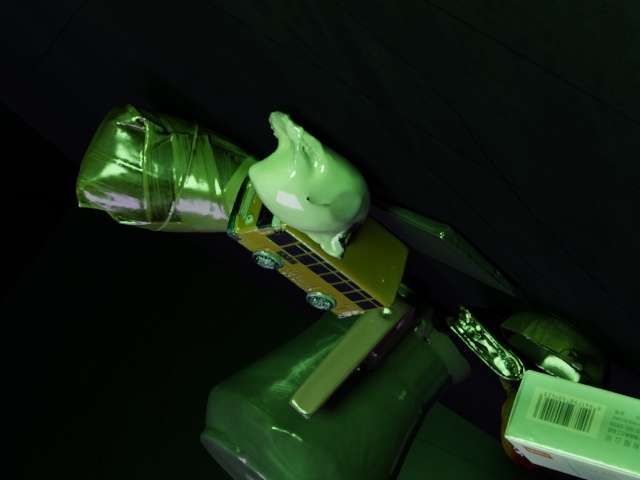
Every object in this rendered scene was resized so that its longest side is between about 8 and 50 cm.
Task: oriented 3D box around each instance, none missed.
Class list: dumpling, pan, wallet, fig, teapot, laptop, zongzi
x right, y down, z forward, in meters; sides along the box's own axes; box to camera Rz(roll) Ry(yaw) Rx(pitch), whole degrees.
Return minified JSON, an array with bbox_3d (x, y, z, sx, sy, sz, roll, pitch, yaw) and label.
[{"bbox_3d":[-0.017,-0.062,1.450,0.176,0.092,0.150,33,-170,-41],"label":"dumpling"},{"bbox_3d":[0.268,0.120,1.480,0.128,0.048,0.202,36,175,-22],"label":"pan"},{"bbox_3d":[0.206,0.120,1.647,0.110,0.031,0.198,44,-172,15],"label":"wallet"},{"bbox_3d":[0.336,0.279,2.216,0.119,0.153,0.119,3,142,2],"label":"fig"},{"bbox_3d":[0.032,0.217,2.041,0.306,0.361,0.376,37,163,14],"label":"teapot"},{"bbox_3d":[0.117,-0.002,1.519,0.135,0.016,0.197,38,174,-36],"label":"laptop"},{"bbox_3d":[-0.136,-0.067,1.851,0.318,0.154,0.289,19,-176,0],"label":"zongzi"}]

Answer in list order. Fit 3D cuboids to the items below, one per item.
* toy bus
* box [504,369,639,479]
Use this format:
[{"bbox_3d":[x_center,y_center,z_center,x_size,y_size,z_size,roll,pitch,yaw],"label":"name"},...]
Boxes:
[{"bbox_3d":[0.000,0.000,1.647,0.114,0.098,0.201,-13,138,44],"label":"toy bus"},{"bbox_3d":[0.332,0.214,1.441,0.269,0.079,0.135,14,166,27],"label":"box"}]
